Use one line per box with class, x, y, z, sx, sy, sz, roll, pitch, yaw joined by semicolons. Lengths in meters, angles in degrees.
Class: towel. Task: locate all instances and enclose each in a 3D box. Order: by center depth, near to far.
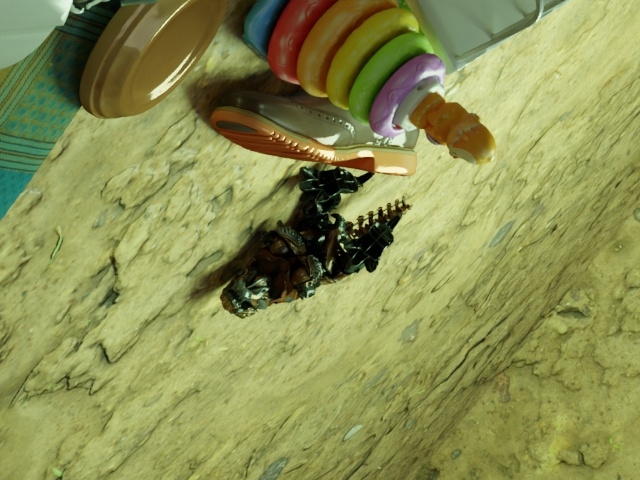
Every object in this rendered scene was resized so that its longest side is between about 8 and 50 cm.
towel;-0.312;-0.126;1.182;0.370;0.040;0.271;-52;158;12

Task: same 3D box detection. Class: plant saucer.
plant saucer;-0.153;-0.193;1.281;0.200;0.037;0.200;-50;172;-9

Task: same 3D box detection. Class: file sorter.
file sorter;0.232;-0.345;1.462;0.277;0.193;0.173;-34;-173;-34

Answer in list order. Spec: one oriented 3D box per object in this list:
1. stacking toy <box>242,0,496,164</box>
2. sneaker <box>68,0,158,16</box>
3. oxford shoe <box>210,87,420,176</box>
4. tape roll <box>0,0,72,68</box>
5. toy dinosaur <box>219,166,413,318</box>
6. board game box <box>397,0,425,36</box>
stacking toy;0.074;-0.177;1.423;0.166;0.302;0.175;-47;159;4
sneaker;-0.150;-0.251;1.049;0.330;0.146;0.122;-46;156;-19
oxford shoe;0.000;-0.161;1.617;0.363;0.130;0.133;4;96;-56
tape roll;-0.282;-0.216;0.798;0.169;0.246;0.246;-15;144;-50
toy dinosaur;0.000;0.000;1.879;0.322;0.164;0.218;-52;-179;-36
board game box;0.127;-0.277;1.582;0.259;0.124;0.039;-42;162;-9
